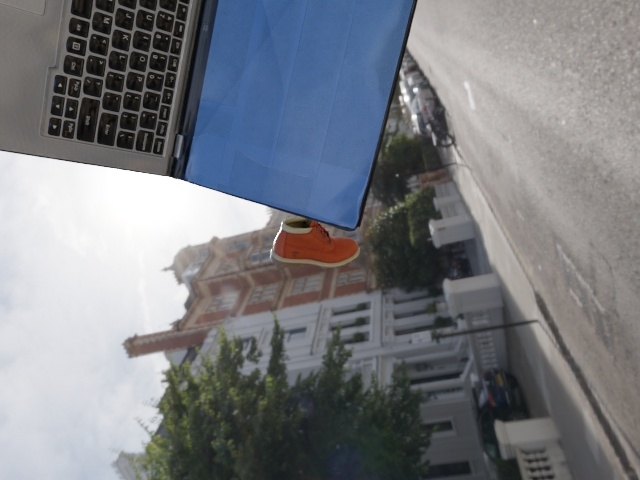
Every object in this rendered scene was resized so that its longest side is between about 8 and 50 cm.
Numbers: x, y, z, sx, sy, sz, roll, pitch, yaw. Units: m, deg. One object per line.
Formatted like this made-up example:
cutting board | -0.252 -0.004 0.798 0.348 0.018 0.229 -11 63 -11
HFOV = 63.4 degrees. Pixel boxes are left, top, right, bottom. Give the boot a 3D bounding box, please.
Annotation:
boot | 0.000 0.000 0.862 0.059 0.158 0.084 -121 38 -50

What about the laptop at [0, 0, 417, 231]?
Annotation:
laptop | -0.141 -0.239 0.525 0.236 0.408 0.382 27 107 53
